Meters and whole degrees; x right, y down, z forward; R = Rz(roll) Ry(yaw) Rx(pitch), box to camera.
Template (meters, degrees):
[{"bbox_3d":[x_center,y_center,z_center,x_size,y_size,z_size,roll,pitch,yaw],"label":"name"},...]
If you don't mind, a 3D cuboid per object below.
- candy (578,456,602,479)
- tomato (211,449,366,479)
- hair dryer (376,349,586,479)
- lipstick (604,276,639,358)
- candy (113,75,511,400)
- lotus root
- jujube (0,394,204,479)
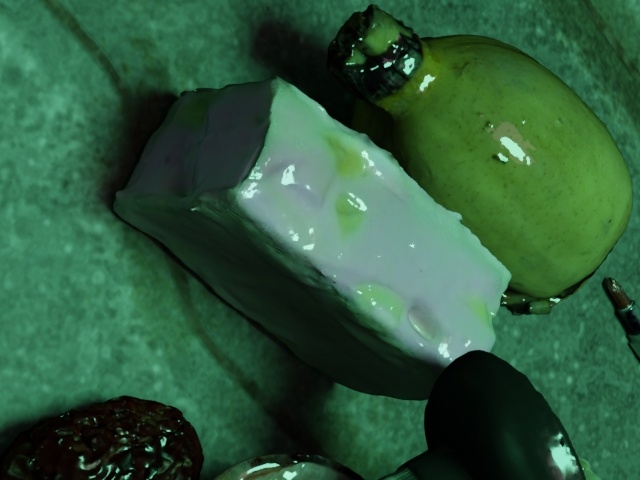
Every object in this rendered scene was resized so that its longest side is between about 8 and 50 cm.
[{"bbox_3d":[0.173,0.338,1.336,0.179,0.135,0.321,-68,145,-50],"label":"candy"},{"bbox_3d":[-0.047,0.260,1.239,0.199,0.112,0.228,-8,93,-33],"label":"tomato"},{"bbox_3d":[0.061,0.274,1.141,0.320,0.156,0.284,-35,86,-19],"label":"hair dryer"},{"bbox_3d":[0.285,0.075,1.580,0.025,0.025,0.107,-48,113,-30],"label":"lipstick"},{"bbox_3d":[0.000,0.000,1.255,0.265,0.155,0.116,41,67,-32],"label":"candy"},{"bbox_3d":[0.111,-0.075,1.335,0.310,0.182,0.183,39,65,-32],"label":"lotus root"},{"bbox_3d":[-0.147,0.152,1.173,0.166,0.104,0.104,-29,108,-50],"label":"jujube"}]
